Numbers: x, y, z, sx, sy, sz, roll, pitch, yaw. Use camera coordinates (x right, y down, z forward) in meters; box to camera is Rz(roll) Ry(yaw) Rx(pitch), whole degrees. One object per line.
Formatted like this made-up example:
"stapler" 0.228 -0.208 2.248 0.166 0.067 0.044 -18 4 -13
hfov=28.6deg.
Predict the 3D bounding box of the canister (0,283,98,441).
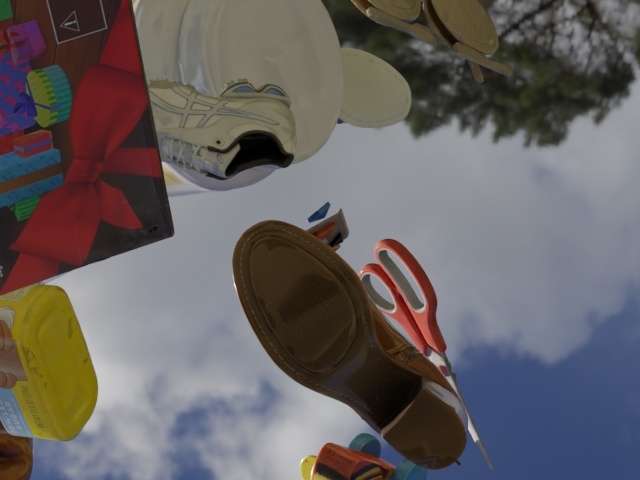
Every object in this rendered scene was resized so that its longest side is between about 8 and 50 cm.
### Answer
"canister" -0.259 0.084 0.919 0.170 0.126 0.073 2 -145 22

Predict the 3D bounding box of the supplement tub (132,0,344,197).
"supplement tub" -0.165 -0.164 1.343 0.331 0.241 0.241 -5 -149 41

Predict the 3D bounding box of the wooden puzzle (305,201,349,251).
"wooden puzzle" 0.000 0.000 1.389 0.078 0.116 0.014 -36 -114 1

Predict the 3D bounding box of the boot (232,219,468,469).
"boot" 0.031 0.091 1.196 0.283 0.220 0.109 41 -87 -2

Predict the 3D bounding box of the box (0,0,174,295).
"box" -0.158 -0.092 0.318 0.201 0.293 0.057 -20 -137 -15

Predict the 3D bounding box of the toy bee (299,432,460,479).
"toy bee" 0.080 0.340 1.610 0.298 0.162 0.195 15 -175 -38

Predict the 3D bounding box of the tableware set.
"tableware set" 0.085 -0.208 1.129 0.194 0.039 0.128 14 -131 -41

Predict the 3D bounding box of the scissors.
"scissors" 0.140 0.133 1.461 0.021 0.109 0.297 -30 -96 -38

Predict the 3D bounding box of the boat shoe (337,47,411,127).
"boat shoe" -0.011 -0.221 1.794 0.305 0.109 0.091 6 177 -32

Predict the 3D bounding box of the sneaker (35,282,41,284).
"sneaker" -0.334 -0.004 1.144 0.215 0.084 0.083 28 -136 32

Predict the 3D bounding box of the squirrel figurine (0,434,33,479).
"squirrel figurine" -0.462 0.401 1.484 0.281 0.397 0.370 -7 -126 -4

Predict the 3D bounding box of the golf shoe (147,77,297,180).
"golf shoe" -0.103 -0.085 1.027 0.176 0.069 0.086 -8 -135 -13

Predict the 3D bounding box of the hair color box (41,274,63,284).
"hair color box" -0.368 -0.041 1.894 0.185 0.374 0.113 -43 -81 -19
